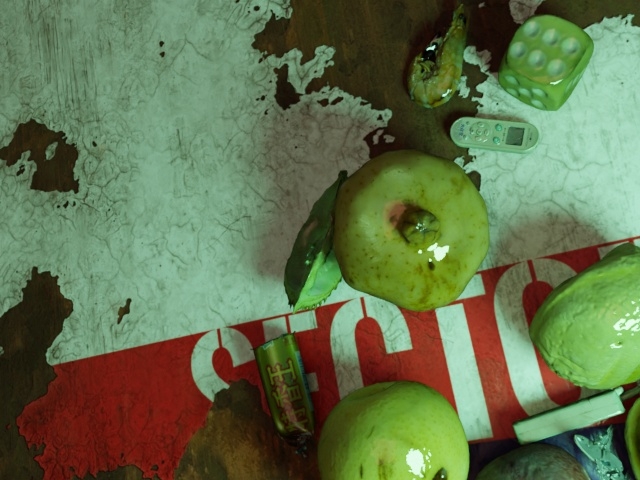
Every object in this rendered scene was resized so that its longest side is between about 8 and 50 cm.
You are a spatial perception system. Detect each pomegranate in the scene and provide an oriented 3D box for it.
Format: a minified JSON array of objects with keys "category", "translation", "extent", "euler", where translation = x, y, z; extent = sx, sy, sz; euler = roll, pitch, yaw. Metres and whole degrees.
[{"category":"pomegranate","translation":[0.206,-0.025,1.342],"extent":[0.409,0.410,0.411],"euler":[-3,80,18]}]

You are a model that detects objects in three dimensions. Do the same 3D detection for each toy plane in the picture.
[{"category":"toy plane","translation":[0.600,0.470,1.241],"extent":[0.058,0.226,0.226],"euler":[-16,36,38]}]

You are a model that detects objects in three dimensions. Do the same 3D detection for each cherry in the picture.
[{"category":"cherry","translation":[0.453,0.566,1.235],"extent":[0.261,0.307,0.221],"euler":[-31,109,12]}]

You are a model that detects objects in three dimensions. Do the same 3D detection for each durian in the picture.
[{"category":"durian","translation":[-0.010,-0.004,1.527],"extent":[0.163,0.198,0.395],"euler":[20,85,22]}]

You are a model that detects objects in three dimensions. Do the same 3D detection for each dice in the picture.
[{"category":"dice","translation":[0.542,-0.427,1.425],"extent":[0.169,0.169,0.166],"euler":[32,92,21]}]

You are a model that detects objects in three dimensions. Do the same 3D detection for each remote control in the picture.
[{"category":"remote control","translation":[0.442,-0.267,1.501],"extent":[0.221,0.042,0.078],"euler":[10,83,19]}]

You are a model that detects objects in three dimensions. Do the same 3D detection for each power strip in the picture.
[{"category":"power strip","translation":[0.575,0.385,1.315],"extent":[0.287,0.093,0.053],"euler":[-24,71,14]}]

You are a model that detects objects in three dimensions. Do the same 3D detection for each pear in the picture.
[{"category":"pear","translation":[0.160,0.479,1.316],"extent":[0.348,0.348,0.349],"euler":[-3,80,18]}]

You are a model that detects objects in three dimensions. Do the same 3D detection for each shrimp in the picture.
[{"category":"shrimp","translation":[0.314,-0.495,1.580],"extent":[0.152,0.063,0.288],"euler":[13,86,32]}]

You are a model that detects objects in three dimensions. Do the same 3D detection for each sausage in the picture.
[{"category":"sausage","translation":[-0.088,0.405,1.524],"extent":[0.125,0.117,0.318],"euler":[-21,74,19]}]

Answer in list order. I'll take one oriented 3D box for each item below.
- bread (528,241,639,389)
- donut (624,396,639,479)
[{"category":"bread","translation":[0.609,0.169,1.229],"extent":[0.320,0.320,0.237],"euler":[-44,56,7]},{"category":"donut","translation":[0.798,0.440,1.206],"extent":[0.329,0.160,0.330],"euler":[-9,67,22]}]
